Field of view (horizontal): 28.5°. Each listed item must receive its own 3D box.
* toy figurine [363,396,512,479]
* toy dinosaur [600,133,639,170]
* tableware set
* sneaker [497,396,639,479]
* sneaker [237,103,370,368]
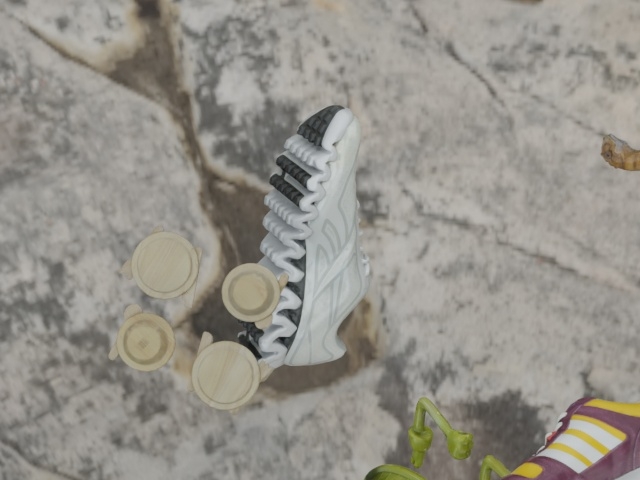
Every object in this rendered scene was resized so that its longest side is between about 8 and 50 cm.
[{"bbox_3d":[0.106,0.316,0.890,0.217,0.191,0.362,-31,62,-35],"label":"toy figurine"},{"bbox_3d":[0.332,-0.079,1.125,0.064,0.211,0.112,41,84,-17],"label":"toy dinosaur"},{"bbox_3d":[-0.116,0.074,1.178,0.169,0.020,0.141,21,90,2],"label":"tableware set"},{"bbox_3d":[0.169,0.155,0.853,0.186,0.069,0.084,-12,45,-15],"label":"sneaker"},{"bbox_3d":[0.000,0.000,1.310,0.118,0.292,0.110,8,21,-22],"label":"sneaker"}]
